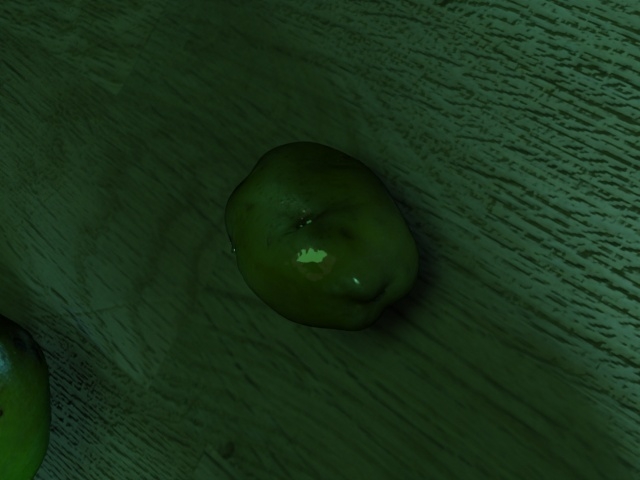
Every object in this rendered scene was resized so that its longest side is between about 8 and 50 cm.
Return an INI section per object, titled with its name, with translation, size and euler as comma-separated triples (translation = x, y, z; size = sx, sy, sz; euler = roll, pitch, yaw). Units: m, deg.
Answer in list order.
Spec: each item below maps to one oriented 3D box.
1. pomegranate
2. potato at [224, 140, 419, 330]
[pomegranate]
translation = -0.417, 0.197, 1.429
size = 0.291, 0.323, 0.291
euler = 0, 88, 8
[potato]
translation = -0.002, -0.003, 1.211
size = 0.154, 0.137, 0.200
euler = -48, 51, 14
